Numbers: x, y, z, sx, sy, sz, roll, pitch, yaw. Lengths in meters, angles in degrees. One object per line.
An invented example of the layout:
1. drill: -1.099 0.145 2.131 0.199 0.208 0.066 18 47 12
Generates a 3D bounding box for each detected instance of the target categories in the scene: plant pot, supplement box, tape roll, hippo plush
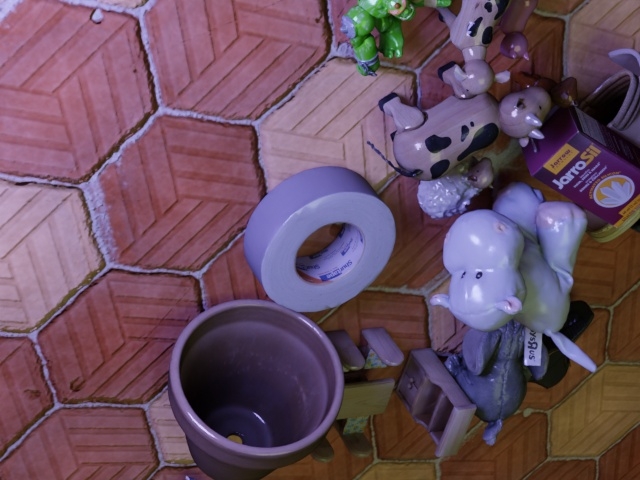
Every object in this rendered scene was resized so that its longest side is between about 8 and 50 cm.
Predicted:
1. plant pot: -0.115 0.255 1.868 0.263 0.263 0.229 -11 149 -23
2. supplement box: 0.411 -0.113 1.858 0.188 0.081 0.104 27 123 -26
3. tape roll: 0.000 0.000 1.820 0.219 0.072 0.219 -16 131 -19
4. hippo plush: 0.256 0.058 1.862 0.236 0.234 0.294 -4 93 -46

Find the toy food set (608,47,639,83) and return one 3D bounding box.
1. toy food set: 0.522 -0.123 1.816 0.219 0.306 0.092 19 143 -38

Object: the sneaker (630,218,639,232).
1. sneaker: 0.605 -0.120 2.055 0.121 0.111 0.300 -2 124 -24

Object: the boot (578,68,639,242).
1. boot: 0.467 -0.133 1.967 0.203 0.095 0.262 22 111 -41

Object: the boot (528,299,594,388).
1. boot: 0.440 0.192 2.242 0.198 0.077 0.137 -41 141 24

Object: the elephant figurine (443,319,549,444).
1. elephant figurine: 0.300 0.178 2.060 0.169 0.186 0.239 -31 150 -35

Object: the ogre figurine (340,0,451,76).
1. ogre figurine: 0.093 -0.312 1.611 0.197 0.097 0.118 -36 155 21

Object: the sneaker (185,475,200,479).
1. sneaker: -0.265 0.463 2.054 0.192 0.064 0.086 -37 128 1

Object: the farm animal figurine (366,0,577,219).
1. farm animal figurine: 0.223 -0.197 1.717 0.326 0.172 0.330 -41 135 6

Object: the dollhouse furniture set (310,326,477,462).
1. dollhouse furniture set: 0.108 0.276 2.043 0.242 0.161 0.212 -3 127 -29
